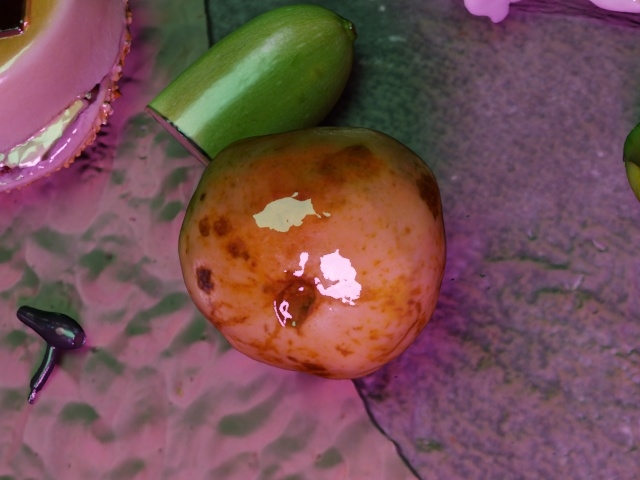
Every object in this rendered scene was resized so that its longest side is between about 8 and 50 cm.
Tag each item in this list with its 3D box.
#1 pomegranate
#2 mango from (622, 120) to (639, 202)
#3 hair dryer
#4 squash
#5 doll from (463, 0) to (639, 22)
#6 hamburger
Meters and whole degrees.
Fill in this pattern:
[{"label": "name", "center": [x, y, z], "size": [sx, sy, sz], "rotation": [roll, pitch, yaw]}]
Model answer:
[{"label": "pomegranate", "center": [0.000, 0.000, 1.560], "size": [0.215, 0.215, 0.215], "rotation": [-9, 62, 17]}, {"label": "mango", "center": [0.322, -0.040, 1.512], "size": [0.125, 0.111, 0.233], "rotation": [-28, 44, -10]}, {"label": "hair dryer", "center": [-0.248, 0.100, 1.715], "size": [0.079, 0.031, 0.083], "rotation": [18, 80, 39]}, {"label": "squash", "center": [-0.048, -0.135, 1.699], "size": [0.187, 0.123, 0.123], "rotation": [-42, 57, -1]}, {"label": "doll", "center": [0.281, -0.271, 1.657], "size": [0.384, 0.099, 0.188], "rotation": [-15, 60, 10]}, {"label": "hamburger", "center": [-0.315, -0.181, 1.799], "size": [0.302, 0.170, 0.302], "rotation": [-9, 58, 14]}]
